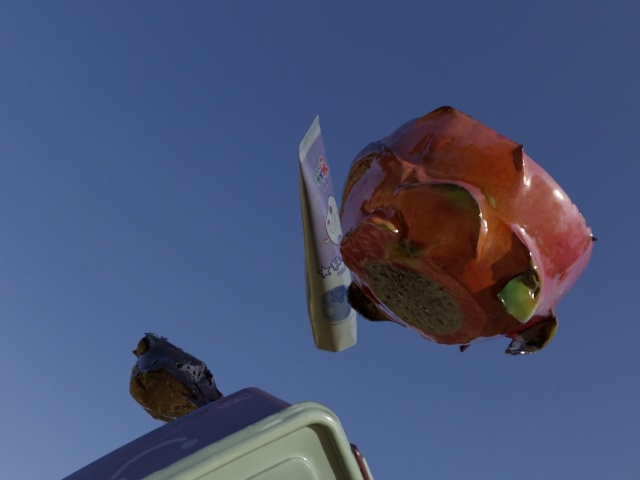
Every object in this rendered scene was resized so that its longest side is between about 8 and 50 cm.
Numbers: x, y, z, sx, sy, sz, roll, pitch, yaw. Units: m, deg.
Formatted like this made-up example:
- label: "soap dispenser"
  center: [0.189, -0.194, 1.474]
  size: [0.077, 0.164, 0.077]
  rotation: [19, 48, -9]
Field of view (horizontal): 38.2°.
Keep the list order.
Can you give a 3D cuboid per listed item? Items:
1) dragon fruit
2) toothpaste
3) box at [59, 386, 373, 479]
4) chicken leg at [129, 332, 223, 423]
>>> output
- label: "dragon fruit"
  center: [0.141, 0.011, 1.001]
  size: [0.291, 0.189, 0.290]
  rotation: [32, -20, 13]
- label: "toothpaste"
  center: [0.000, 0.000, 1.431]
  size: [0.080, 0.125, 0.371]
  rotation: [-1, -63, 15]
- label: "box"
  center: [-0.106, 0.252, 0.756]
  size: [0.167, 0.294, 0.193]
  rotation: [7, -61, 69]
- label: "chicken leg"
  center: [-0.142, 0.207, 1.114]
  size: [0.113, 0.093, 0.304]
  rotation: [41, -10, -39]
